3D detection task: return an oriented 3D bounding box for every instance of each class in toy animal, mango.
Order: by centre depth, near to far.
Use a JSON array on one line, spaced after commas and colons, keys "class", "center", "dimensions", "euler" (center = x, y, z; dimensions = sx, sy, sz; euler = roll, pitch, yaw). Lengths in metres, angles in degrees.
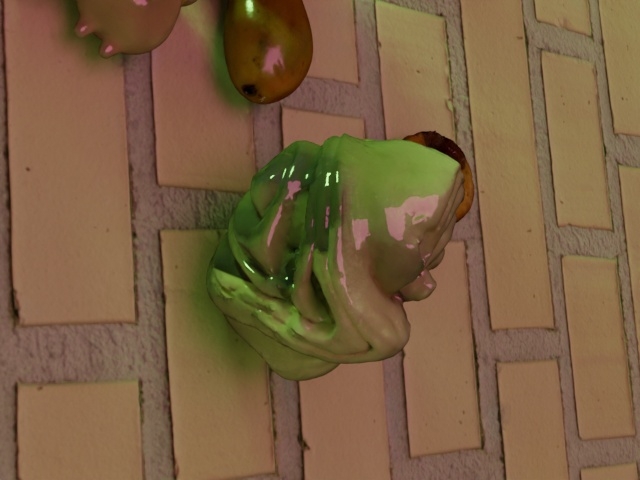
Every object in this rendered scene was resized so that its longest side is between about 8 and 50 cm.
[{"class": "toy animal", "center": [-0.239, -0.348, 1.497], "dimensions": [0.165, 0.149, 0.248], "euler": [44, 69, -30]}, {"class": "mango", "center": [-0.075, -0.313, 1.649], "dimensions": [0.139, 0.113, 0.253], "euler": [16, 64, -34]}]

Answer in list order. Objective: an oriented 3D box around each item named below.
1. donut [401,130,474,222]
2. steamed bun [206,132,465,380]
[{"class": "donut", "center": [0.165, -0.094, 1.834], "dimensions": [0.184, 0.073, 0.166], "euler": [-31, 102, -39]}, {"class": "steamed bun", "center": [0.000, 0.000, 1.485], "dimensions": [0.247, 0.352, 0.339], "euler": [40, 60, -39]}]
